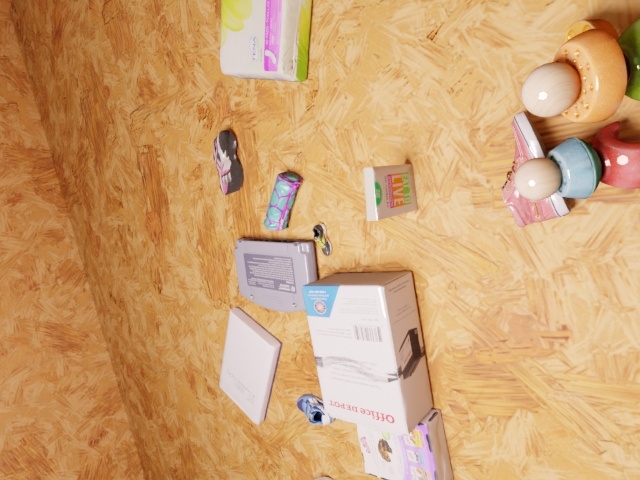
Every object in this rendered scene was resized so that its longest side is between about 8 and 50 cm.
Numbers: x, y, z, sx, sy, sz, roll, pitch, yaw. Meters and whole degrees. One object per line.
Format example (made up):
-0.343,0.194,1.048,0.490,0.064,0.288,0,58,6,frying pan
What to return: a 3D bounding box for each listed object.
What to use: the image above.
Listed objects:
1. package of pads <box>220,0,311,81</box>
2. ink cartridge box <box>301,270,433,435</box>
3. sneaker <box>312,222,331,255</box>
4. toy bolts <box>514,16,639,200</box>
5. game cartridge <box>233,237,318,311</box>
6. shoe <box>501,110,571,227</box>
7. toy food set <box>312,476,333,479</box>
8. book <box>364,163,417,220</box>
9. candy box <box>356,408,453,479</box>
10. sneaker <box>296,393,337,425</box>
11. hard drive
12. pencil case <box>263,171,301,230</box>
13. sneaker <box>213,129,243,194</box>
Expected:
-0.131,-0.527,0.930,0.229,0.101,0.297,19,112,37,package of pads
0.101,0.232,0.894,0.223,0.129,0.308,-6,97,42,ink cartridge box
0.000,0.000,0.989,0.031,0.035,0.083,-21,87,43,sneaker
0.328,-0.167,0.544,0.158,0.218,0.229,-16,122,7,toy bolts
-0.123,0.093,1.112,0.294,0.060,0.196,3,99,41,game cartridge
0.326,-0.111,0.653,0.081,0.063,0.178,-23,89,37,shoe
0.047,0.836,1.117,0.306,0.092,0.220,41,124,27,toy food set
0.133,-0.095,0.773,0.035,0.144,0.096,3,103,41,book
0.183,0.459,0.919,0.196,0.070,0.165,-8,95,42,candy box
-0.020,0.464,1.106,0.144,0.059,0.053,-3,101,43,sneaker
-0.232,0.400,1.290,0.210,0.040,0.319,30,119,32,hard drive
-0.096,-0.097,1.031,0.070,0.064,0.152,49,130,42,pencil case
-0.271,-0.220,1.165,0.077,0.072,0.178,2,94,53,sneaker
